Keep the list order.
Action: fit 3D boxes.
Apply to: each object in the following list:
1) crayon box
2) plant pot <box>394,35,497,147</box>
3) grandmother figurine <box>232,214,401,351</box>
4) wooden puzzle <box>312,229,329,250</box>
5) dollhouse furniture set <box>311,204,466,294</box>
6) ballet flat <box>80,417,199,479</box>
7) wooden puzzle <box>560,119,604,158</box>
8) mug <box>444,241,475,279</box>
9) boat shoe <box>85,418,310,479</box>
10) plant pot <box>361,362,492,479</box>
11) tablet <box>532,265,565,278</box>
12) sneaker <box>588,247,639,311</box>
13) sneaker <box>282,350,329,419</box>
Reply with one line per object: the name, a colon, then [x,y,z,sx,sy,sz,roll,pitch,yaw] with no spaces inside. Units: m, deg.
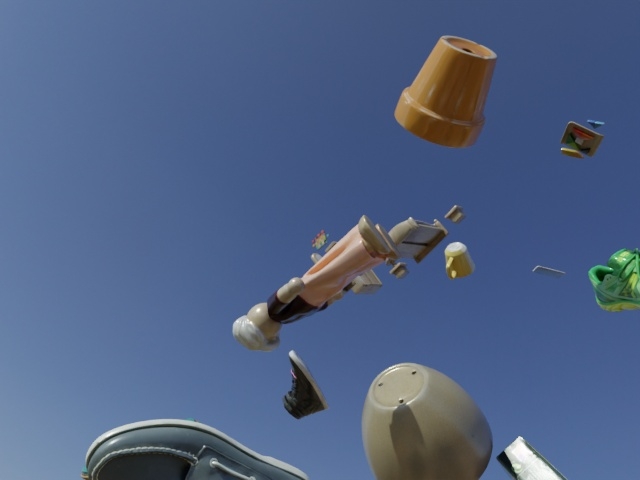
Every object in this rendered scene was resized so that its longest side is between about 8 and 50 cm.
crayon box: [0.539,0.605,1.008,0.081,0.202,0.318,-40,-62,-5]
plant pot: [0.293,-0.342,1.020,0.205,0.205,0.188,19,-51,3]
grandmother figurine: [-0.019,0.093,0.828,0.342,0.104,0.208,-36,-33,16]
wooden puzzle: [0.000,0.000,1.470,0.006,0.049,0.083,15,-44,-38]
dollhouse furniture set: [0.184,-0.024,1.299,0.303,0.174,0.355,7,-49,-51]
ballet flat: [-0.350,0.442,0.914,0.080,0.232,0.073,5,-71,63]
wooden puzzle: [0.544,-0.209,0.948,0.078,0.014,0.116,32,-19,32]
mug: [0.306,0.043,1.005,0.062,0.078,0.064,-16,-62,15]
boat shoe: [-0.136,0.322,0.576,0.319,0.099,0.116,28,-86,-21]
plant pot: [0.203,0.384,0.989,0.284,0.284,0.191,-15,-66,31]
tablet: [0.720,0.099,1.430,0.083,0.006,0.054,15,-20,13]
sneaker: [0.668,0.076,0.948,0.124,0.109,0.295,60,-14,10]
sneaker: [-0.085,0.538,1.644,0.146,0.104,0.296,-28,-64,-7]
